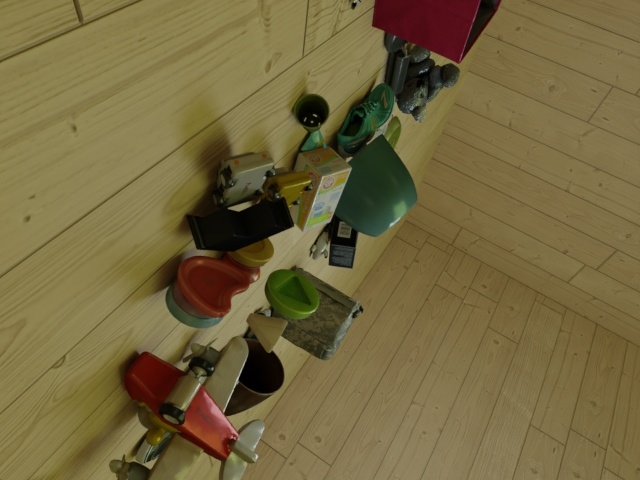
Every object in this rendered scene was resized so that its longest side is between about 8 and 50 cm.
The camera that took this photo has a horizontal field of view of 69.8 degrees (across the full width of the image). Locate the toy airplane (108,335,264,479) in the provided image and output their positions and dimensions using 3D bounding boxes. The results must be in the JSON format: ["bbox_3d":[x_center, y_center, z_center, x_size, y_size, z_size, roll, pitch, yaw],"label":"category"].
[{"bbox_3d":[-0.319,0.438,1.118,0.386,0.272,0.385,5,83,-60],"label":"toy airplane"}]

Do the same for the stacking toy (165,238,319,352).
[{"bbox_3d":[-0.171,0.130,1.027,0.130,0.279,0.309,-56,171,32],"label":"stacking toy"}]

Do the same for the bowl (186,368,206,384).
[{"bbox_3d":[-0.360,0.411,1.356,0.142,0.053,0.142,-49,162,-35],"label":"bowl"}]

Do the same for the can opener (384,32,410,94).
[{"bbox_3d":[0.232,-0.574,1.431,0.093,0.074,0.280,-22,156,-7],"label":"can opener"}]

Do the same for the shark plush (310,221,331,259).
[{"bbox_3d":[0.000,0.000,1.835,0.067,0.073,0.161,168,-68,-83],"label":"shark plush"}]

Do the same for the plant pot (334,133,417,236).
[{"bbox_3d":[0.169,-0.155,1.479,0.293,0.235,0.293,-43,180,0],"label":"plant pot"}]

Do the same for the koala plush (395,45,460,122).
[{"bbox_3d":[0.339,-0.529,1.622,0.221,0.196,0.203,-58,-175,-22],"label":"koala plush"}]

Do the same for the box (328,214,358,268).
[{"bbox_3d":[0.097,0.005,1.904,0.207,0.108,0.153,90,9,-64],"label":"box"}]

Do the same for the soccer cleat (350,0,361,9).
[{"bbox_3d":[0.077,-0.544,1.006,0.036,0.029,0.083,-61,171,-11],"label":"soccer cleat"}]

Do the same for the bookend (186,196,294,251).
[{"bbox_3d":[-0.158,-0.038,0.936,0.156,0.072,0.157,-22,172,15],"label":"bookend"}]

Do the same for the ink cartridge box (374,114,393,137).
[{"bbox_3d":[0.199,-0.415,1.619,0.099,0.056,0.135,-64,166,16],"label":"ink cartridge box"}]

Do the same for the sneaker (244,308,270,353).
[{"bbox_3d":[-0.219,0.326,1.646,0.191,0.071,0.083,-65,171,20],"label":"sneaker"}]

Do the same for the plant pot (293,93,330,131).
[{"bbox_3d":[-0.021,-0.293,1.092,0.083,0.083,0.079,-59,178,-5],"label":"plant pot"}]

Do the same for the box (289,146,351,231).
[{"bbox_3d":[-0.014,-0.141,1.265,0.114,0.103,0.203,-21,147,-39],"label":"box"}]

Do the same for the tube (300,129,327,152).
[{"bbox_3d":[-0.005,-0.245,1.293,0.080,0.052,0.207,-63,159,-7],"label":"tube"}]

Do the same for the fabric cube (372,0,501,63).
[{"bbox_3d":[0.310,-0.652,1.126,0.254,0.258,0.259,-53,164,-22],"label":"fabric cube"}]

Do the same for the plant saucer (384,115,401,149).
[{"bbox_3d":[0.286,-0.411,1.965,0.241,0.037,0.241,-54,165,-21],"label":"plant saucer"}]

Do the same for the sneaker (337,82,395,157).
[{"bbox_3d":[0.143,-0.381,1.418,0.275,0.107,0.110,-57,157,-13],"label":"sneaker"}]

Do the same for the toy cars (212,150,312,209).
[{"bbox_3d":[-0.128,-0.132,0.994,0.176,0.087,0.393,-26,171,15],"label":"toy cars"}]

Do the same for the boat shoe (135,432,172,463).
[{"bbox_3d":[-0.411,0.566,1.381,0.306,0.105,0.113,-30,147,-63],"label":"boat shoe"}]

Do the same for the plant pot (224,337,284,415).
[{"bbox_3d":[-0.272,0.490,1.562,0.230,0.215,0.215,-51,171,26],"label":"plant pot"}]

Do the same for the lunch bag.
[{"bbox_3d":[-0.014,0.267,1.745,0.212,0.305,0.256,-45,161,-47],"label":"lunch bag"}]
